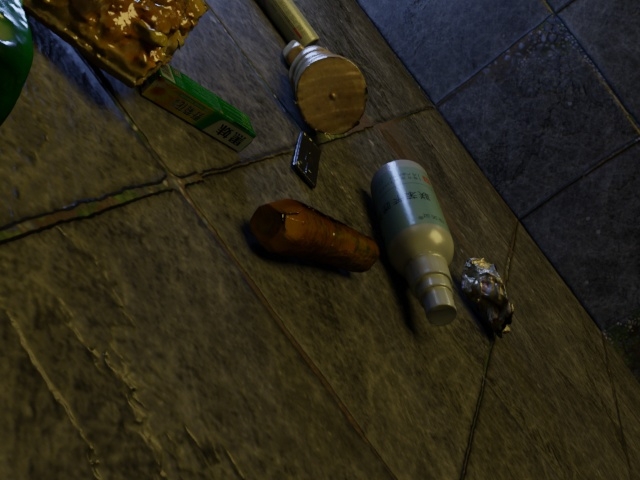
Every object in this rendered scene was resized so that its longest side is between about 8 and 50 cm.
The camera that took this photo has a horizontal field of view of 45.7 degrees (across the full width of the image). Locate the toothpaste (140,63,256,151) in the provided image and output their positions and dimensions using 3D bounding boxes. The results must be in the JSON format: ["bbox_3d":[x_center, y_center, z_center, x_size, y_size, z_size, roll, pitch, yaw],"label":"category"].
[{"bbox_3d":[-0.154,-0.169,0.961,0.178,0.037,0.043,28,28,-50],"label":"toothpaste"}]

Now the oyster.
[{"bbox_3d":[0.325,0.111,1.515,0.191,0.081,0.163,-57,134,-84],"label":"oyster"}]

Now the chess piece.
[{"bbox_3d":[-0.001,-0.296,1.409,0.137,0.137,0.301,45,9,-21],"label":"chess piece"}]

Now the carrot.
[{"bbox_3d":[0.000,0.000,0.981,0.260,0.070,0.070,21,38,-59],"label":"carrot"}]

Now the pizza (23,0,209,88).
[{"bbox_3d":[-0.262,-0.304,0.847,0.268,0.087,0.258,34,23,-15],"label":"pizza"}]

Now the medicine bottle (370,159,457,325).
[{"bbox_3d":[0.161,0.002,1.257,0.110,0.110,0.351,40,24,-31],"label":"medicine bottle"}]

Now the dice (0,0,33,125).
[{"bbox_3d":[-0.278,-0.132,0.498,0.131,0.128,0.120,27,32,-49],"label":"dice"}]

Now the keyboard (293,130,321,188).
[{"bbox_3d":[-0.020,-0.132,1.225,0.053,0.010,0.155,47,21,-18],"label":"keyboard"}]

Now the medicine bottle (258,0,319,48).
[{"bbox_3d":[-0.091,-0.496,1.588,0.231,0.059,0.059,54,20,2],"label":"medicine bottle"}]
